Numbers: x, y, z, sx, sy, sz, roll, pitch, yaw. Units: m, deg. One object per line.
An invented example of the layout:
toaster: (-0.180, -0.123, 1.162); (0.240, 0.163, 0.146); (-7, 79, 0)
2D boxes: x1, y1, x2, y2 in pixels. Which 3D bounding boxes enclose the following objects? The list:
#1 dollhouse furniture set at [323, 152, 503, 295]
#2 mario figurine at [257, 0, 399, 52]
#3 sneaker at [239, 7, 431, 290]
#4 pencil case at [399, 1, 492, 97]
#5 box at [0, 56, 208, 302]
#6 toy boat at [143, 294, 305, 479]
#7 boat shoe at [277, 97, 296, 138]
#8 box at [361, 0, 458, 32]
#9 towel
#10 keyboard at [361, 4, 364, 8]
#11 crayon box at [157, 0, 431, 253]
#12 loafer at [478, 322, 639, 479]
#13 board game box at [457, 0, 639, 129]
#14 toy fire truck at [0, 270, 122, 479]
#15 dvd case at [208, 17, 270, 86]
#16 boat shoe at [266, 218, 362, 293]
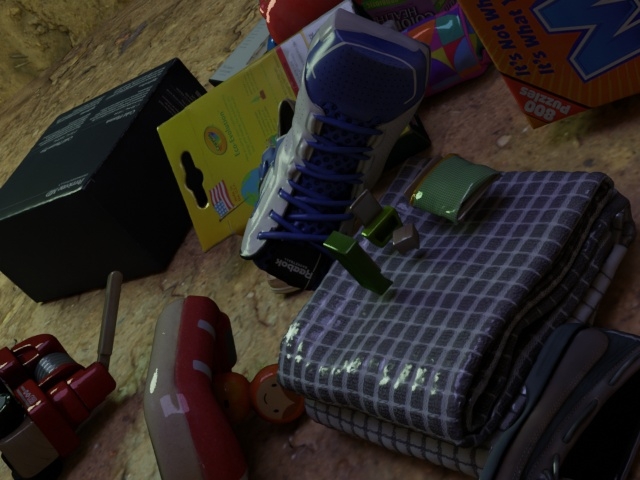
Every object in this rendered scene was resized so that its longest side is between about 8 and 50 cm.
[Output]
dollhouse furniture set: (0.073, -0.030, 0.780); (0.152, 0.058, 0.076); (-48, 32, -11)
mario figurine: (0.005, -0.333, 1.337); (0.198, 0.170, 0.320); (-4, -2, -6)
sneaker: (0.008, -0.054, 0.903); (0.315, 0.127, 0.182); (123, 161, -54)
pencil case: (0.112, -0.223, 1.221); (0.236, 0.104, 0.104); (-24, 32, 32)
box: (-0.352, -0.090, 1.500); (0.343, 0.179, 0.312); (-14, 37, 40)
toy boat: (-0.086, 0.156, 0.905); (0.151, 0.151, 0.231); (-6, 33, 1)
boat shoe: (-0.027, -0.092, 1.098); (0.056, 0.048, 0.153); (-7, 79, 25)
box: (0.134, -0.437, 1.333); (0.117, 0.243, 0.213); (-4, 46, 45)
towel: (0.116, 0.048, 0.803); (0.235, 0.121, 0.284); (3, 50, 51)
keyboard: (0.082, -0.524, 1.747); (0.201, 0.033, 0.317); (-5, 44, 48)
crayon box: (-0.042, -0.137, 1.186); (0.318, 0.081, 0.202); (-29, 71, 20)
loafer: (0.167, 0.161, 0.616); (0.084, 0.096, 0.267); (-4, 43, 40)
board game box: (0.319, -0.398, 0.913); (0.356, 0.356, 0.356); (-17, 31, 36)
toy fire truck: (-0.334, 0.160, 1.180); (0.246, 0.158, 0.217); (-37, 26, -19)
dvd case: (-0.099, -0.386, 1.747); (0.253, 0.022, 0.180); (-50, 26, -7)
boat shoe: (0.000, 0.000, 1.073); (0.170, 0.059, 0.063); (-32, 29, 14)
